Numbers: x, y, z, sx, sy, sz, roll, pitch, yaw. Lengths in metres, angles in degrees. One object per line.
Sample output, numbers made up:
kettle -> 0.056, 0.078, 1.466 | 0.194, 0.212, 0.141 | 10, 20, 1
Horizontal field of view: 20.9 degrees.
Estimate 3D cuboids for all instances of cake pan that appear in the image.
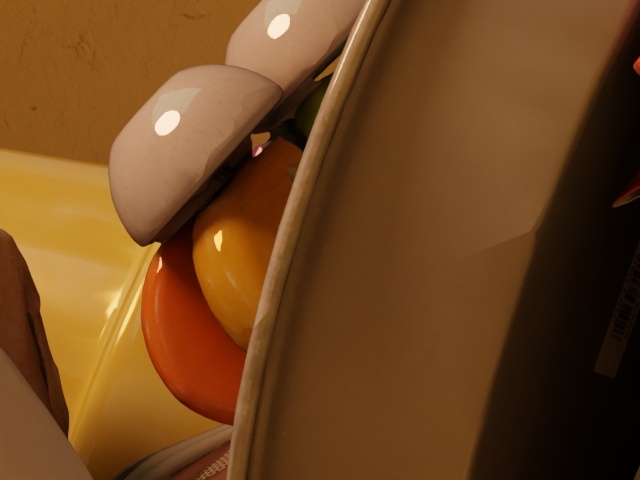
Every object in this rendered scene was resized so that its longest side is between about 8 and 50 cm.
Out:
cake pan -> 0.067, 0.005, 0.502 | 0.293, 0.054, 0.293 | -50, -29, -41

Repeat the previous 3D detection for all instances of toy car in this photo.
toy car -> 0.000, 0.000, 0.668 | 0.136, 0.159, 0.182 | -46, 2, 46

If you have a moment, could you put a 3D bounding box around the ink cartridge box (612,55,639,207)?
ink cartridge box -> 0.103, -0.055, 0.388 | 0.063, 0.029, 0.115 | -48, 5, -34

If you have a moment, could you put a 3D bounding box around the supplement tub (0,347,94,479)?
supplement tub -> -0.210, 0.155, 0.386 | 0.331, 0.241, 0.241 | -32, -1, 6

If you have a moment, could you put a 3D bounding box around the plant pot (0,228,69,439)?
plant pot -> -0.258, 0.112, 0.655 | 0.305, 0.334, 0.334 | -8, -1, 1

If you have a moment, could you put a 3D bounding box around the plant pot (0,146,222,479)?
plant pot -> -0.135, 0.061, 0.896 | 0.254, 0.239, 0.254 | 20, -90, -88

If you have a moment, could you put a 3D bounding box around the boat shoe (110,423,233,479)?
boat shoe -> 0.042, 0.088, 0.740 | 0.116, 0.123, 0.324 | -15, 18, 50
